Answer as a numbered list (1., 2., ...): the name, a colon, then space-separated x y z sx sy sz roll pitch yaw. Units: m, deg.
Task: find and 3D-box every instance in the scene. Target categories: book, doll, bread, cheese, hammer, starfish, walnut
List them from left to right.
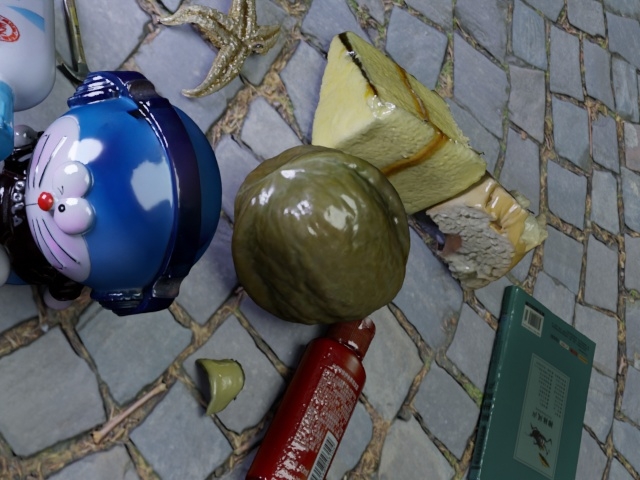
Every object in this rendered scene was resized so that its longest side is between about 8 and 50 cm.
1. hammer: -0.338 -0.299 1.481 0.062 0.017 0.182 -9 84 -43
2. doll: -0.257 -0.048 1.294 0.240 0.310 0.284 -8 85 -45
3. cheese: -0.137 0.203 1.521 0.060 0.041 0.084 10 72 -42
4. starfish: -0.144 -0.315 1.638 0.138 0.050 0.247 56 47 -15
5. walnut: 0.000 0.000 1.573 0.283 0.227 0.283 -10 121 -17
6. bread: 0.138 -0.216 1.781 0.263 0.198 0.236 29 54 -36
7. bread: 0.304 -0.060 1.868 0.183 0.211 0.224 44 59 -17
8. book: 0.391 0.302 1.981 0.264 0.031 0.379 34 59 -31

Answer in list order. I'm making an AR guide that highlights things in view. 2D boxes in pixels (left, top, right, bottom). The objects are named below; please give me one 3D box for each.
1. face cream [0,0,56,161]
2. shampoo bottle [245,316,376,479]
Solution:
1. face cream: -0.388 -0.225 1.280 0.163 0.080 0.336 16 41 -29
2. shampoo bottle: -0.005 0.244 1.607 0.118 0.076 0.314 42 55 -26
